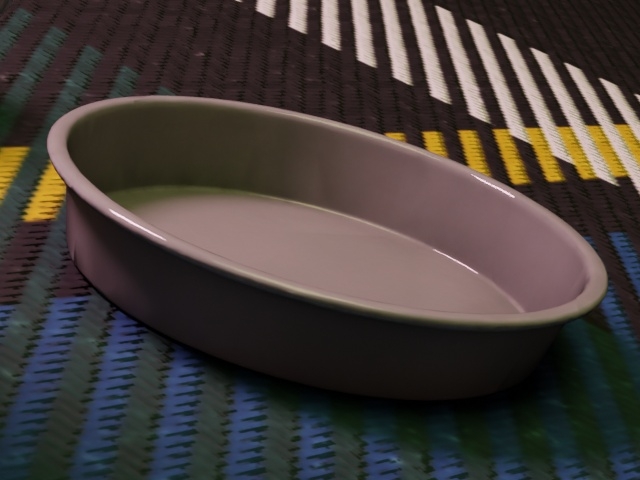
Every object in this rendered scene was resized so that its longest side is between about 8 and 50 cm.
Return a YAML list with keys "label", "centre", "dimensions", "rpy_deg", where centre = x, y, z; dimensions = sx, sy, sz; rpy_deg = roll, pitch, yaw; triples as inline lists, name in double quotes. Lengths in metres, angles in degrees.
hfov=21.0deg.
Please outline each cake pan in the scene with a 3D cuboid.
- label: "cake pan"
  centre: [0.000, 0.000, 0.886]
  dimensions: [0.293, 0.054, 0.293]
  rpy_deg: [14, 19, -5]

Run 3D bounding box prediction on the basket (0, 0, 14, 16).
- label: "basket"
  centre: [-0.303, -0.156, 0.517]
  dimensions: [0.331, 0.266, 0.328]
  rpy_deg: [19, 41, -38]
